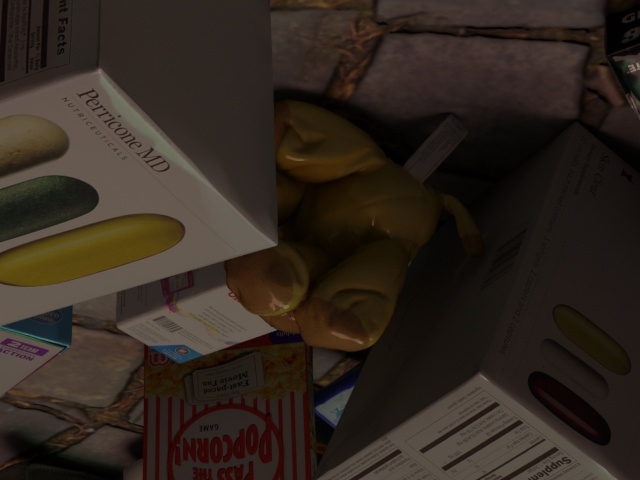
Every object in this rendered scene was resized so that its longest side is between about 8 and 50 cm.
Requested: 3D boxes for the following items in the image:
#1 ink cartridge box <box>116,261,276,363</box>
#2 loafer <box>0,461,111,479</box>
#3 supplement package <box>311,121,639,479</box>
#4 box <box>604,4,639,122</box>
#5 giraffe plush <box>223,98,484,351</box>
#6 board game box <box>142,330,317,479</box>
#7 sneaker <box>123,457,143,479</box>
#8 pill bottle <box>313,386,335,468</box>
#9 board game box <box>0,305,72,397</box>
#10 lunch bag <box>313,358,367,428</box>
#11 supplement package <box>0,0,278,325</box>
[{"bbox_3d":[-0.092,0.048,1.339,0.122,0.052,0.088,-19,146,27],"label":"ink cartridge box"},{"bbox_3d":[-0.220,0.290,1.686,0.111,0.112,0.319,-20,153,18],"label":"loafer"},{"bbox_3d":[0.144,0.084,1.184,0.145,0.262,0.204,38,137,-12],"label":"supplement package"},{"bbox_3d":[0.320,-0.104,1.069,0.220,0.051,0.175,-20,124,25],"label":"box"},{"bbox_3d":[0.000,0.000,1.198,0.210,0.181,0.170,-28,171,-27],"label":"giraffe plush"},{"bbox_3d":[-0.077,0.172,1.409,0.146,0.194,0.045,-8,149,7],"label":"board game box"},{"bbox_3d":[-0.029,0.304,1.675,0.365,0.150,0.135,14,144,-26],"label":"sneaker"},{"bbox_3d":[-0.040,0.265,1.516,0.130,0.246,0.130,-2,149,-1],"label":"pill bottle"},{"bbox_3d":[-0.391,0.093,1.377,0.242,0.064,0.316,21,142,-34],"label":"board game box"},{"bbox_3d":[0.085,0.132,1.452,0.151,0.096,0.129,11,148,-40],"label":"lunch bag"},{"bbox_3d":[-0.186,-0.088,0.963,0.262,0.198,0.199,-16,146,21],"label":"supplement package"}]
